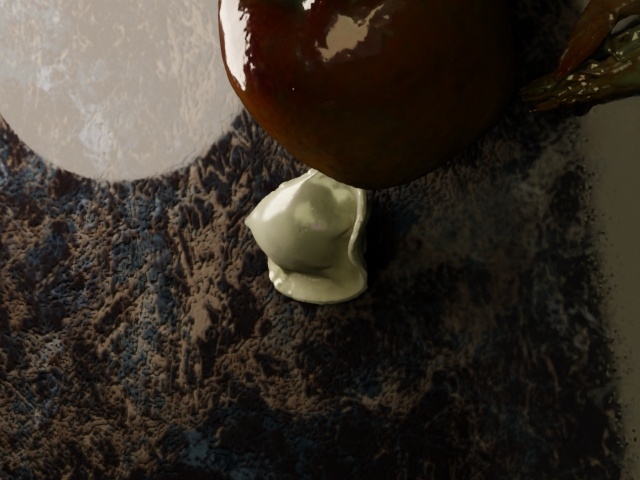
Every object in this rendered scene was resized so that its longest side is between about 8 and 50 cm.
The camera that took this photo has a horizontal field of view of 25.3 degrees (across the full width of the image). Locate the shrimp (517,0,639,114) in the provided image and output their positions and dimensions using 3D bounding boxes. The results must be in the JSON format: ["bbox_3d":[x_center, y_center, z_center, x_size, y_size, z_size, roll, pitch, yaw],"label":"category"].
[{"bbox_3d":[0.287,-0.183,1.284,0.267,0.145,0.061,-23,42,39],"label":"shrimp"}]

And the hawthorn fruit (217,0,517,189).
[{"bbox_3d":[0.035,-0.201,1.286,0.268,0.301,0.267,-10,63,21],"label":"hawthorn fruit"}]

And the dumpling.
[{"bbox_3d":[0.001,-0.001,1.429,0.169,0.100,0.134,-30,84,24],"label":"dumpling"}]
